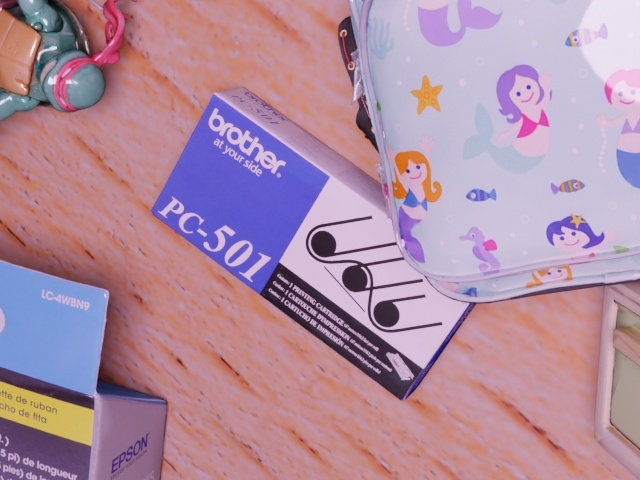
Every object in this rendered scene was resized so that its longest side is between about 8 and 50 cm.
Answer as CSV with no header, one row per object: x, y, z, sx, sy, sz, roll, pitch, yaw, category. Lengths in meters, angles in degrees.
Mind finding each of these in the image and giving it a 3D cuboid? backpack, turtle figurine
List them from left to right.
-0.219,-0.130,0.711,0.234,0.118,0.175,28,99,31,turtle figurine
0.126,-0.103,0.538,0.225,0.191,0.254,-9,94,26,backpack

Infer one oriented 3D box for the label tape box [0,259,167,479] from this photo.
-0.248,0.159,0.802,0.249,0.115,0.348,14,106,19,label tape box

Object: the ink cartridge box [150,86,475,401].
0.000,0.000,0.688,0.207,0.046,0.097,37,113,11,ink cartridge box

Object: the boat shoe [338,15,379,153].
0.046,-0.075,0.650,0.042,0.049,0.133,-10,100,36,boat shoe

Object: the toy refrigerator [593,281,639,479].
0.224,0.098,0.491,0.094,0.269,0.102,-3,106,-12,toy refrigerator
